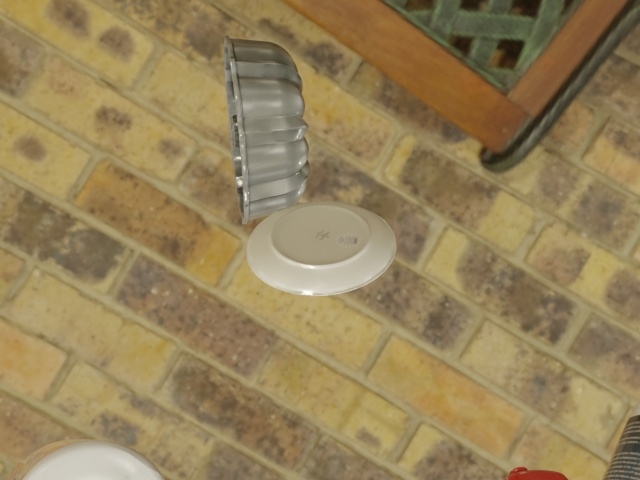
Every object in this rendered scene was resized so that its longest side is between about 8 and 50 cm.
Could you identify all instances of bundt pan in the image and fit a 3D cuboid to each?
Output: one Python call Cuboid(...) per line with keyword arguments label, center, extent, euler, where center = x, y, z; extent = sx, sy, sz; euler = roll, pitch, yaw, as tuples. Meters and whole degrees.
Cuboid(label="bundt pan", center=(-0.094, -0.198, 1.526), extent=(0.124, 0.331, 0.331), euler=(-6, -174, -9))

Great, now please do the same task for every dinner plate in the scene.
Cuboid(label="dinner plate", center=(0.000, 0.000, 0.803), extent=(0.141, 0.141, 0.017), euler=(30, 139, 34))

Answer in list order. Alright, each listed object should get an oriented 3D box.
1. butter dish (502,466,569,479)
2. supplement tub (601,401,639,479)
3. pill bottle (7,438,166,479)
Cuboid(label="butter dish", center=(0.342, 0.425, 1.413), extent=(0.160, 0.160, 0.118), euler=(1, -142, -14))
Cuboid(label="supplement tub", center=(0.455, 0.317, 1.081), extent=(0.191, 0.272, 0.191), euler=(28, 159, 11))
Cuboid(label="pill bottle", center=(-0.263, 0.295, 0.929), extent=(0.160, 0.160, 0.283), euler=(31, 158, -13))
